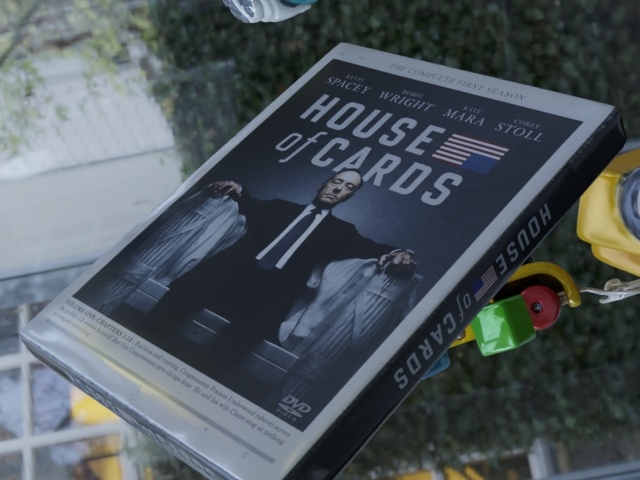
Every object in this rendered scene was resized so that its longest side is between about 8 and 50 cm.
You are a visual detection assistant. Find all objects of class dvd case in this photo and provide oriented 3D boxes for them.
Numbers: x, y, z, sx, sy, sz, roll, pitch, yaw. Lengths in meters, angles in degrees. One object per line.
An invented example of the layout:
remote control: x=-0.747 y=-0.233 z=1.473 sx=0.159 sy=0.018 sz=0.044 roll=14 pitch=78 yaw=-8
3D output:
dvd case: x=0.000 y=0.000 z=0.513 sx=0.179 sy=0.238 sz=0.029 roll=22 pitch=149 yaw=41

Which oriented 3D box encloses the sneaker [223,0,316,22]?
sneaker: x=-0.073 y=-0.340 z=1.049 sx=0.107 sy=0.110 sz=0.275 roll=-18 pitch=92 yaw=69

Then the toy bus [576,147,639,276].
toy bus: x=0.306 y=0.029 z=0.589 sx=0.108 sy=0.333 sz=0.130 roll=-21 pitch=-63 yaw=-47

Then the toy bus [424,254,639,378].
toy bus: x=0.085 y=0.021 z=0.728 sx=0.191 sy=0.202 sz=0.104 roll=-23 pitch=85 yaw=54
